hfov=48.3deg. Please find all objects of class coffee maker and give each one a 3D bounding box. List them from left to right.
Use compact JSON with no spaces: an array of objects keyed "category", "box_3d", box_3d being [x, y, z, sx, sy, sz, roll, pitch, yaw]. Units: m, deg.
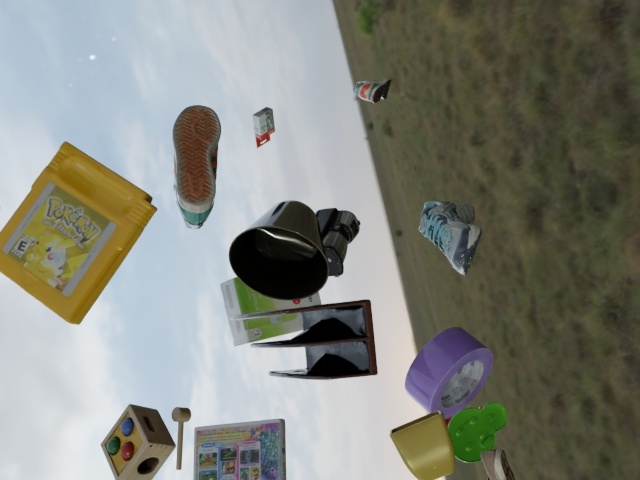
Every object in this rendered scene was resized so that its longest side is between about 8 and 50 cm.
[{"category":"coffee maker","box_3d":[0.000,0.000,1.839,0.178,0.171,0.120,-64,-14,-50]}]

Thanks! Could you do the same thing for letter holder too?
[{"category":"letter holder","box_3d":[-0.052,0.214,1.495,0.302,0.215,0.152,-17,77,63]}]

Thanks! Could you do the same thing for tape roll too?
[{"category":"tape roll","box_3d":[0.275,0.284,1.523,0.080,0.189,0.189,39,159,40]}]

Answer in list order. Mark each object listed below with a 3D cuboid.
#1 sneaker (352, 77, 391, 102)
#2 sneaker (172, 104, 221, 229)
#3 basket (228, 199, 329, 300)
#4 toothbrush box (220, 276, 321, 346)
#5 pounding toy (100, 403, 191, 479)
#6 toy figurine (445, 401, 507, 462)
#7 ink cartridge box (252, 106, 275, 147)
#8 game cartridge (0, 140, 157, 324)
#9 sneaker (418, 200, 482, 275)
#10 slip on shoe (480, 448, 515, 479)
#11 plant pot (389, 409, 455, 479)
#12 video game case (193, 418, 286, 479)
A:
[{"category":"sneaker","box_3d":[0.132,-0.397,1.853,0.161,0.075,0.057,-45,-27,-62]},{"category":"sneaker","box_3d":[-0.278,-0.161,1.565,0.121,0.108,0.302,113,159,-52]},{"category":"basket","box_3d":[-0.073,0.008,1.518,0.227,0.204,0.154,-75,3,-69]},{"category":"toothbrush box","box_3d":[-0.149,0.201,2.255,0.122,0.283,0.206,-24,77,56]},{"category":"pounding toy","box_3d":[-0.381,0.446,1.592,0.094,0.206,0.181,27,-167,-45]},{"category":"toy figurine","box_3d":[0.361,0.461,1.790,0.130,0.173,0.159,56,166,-4]},{"category":"ink cartridge box","box_3d":[-0.165,-0.331,2.117,0.063,0.029,0.115,-38,-41,-35]},{"category":"game cartridge","box_3d":[-0.550,-0.022,1.571,0.323,0.285,0.052,-58,-18,-4]},{"category":"sneaker","box_3d":[0.276,-0.012,1.583,0.283,0.122,0.110,-79,5,-70]},{"category":"slip on shoe","box_3d":[0.337,0.448,1.348,0.135,0.041,0.051,66,-147,-29]},{"category":"plant pot","box_3d":[0.152,0.299,1.022,0.081,0.081,0.083,59,-173,-77]},{"category":"video game case","box_3d":[-0.118,0.336,1.028,0.019,0.157,0.143,29,-126,-55]}]
